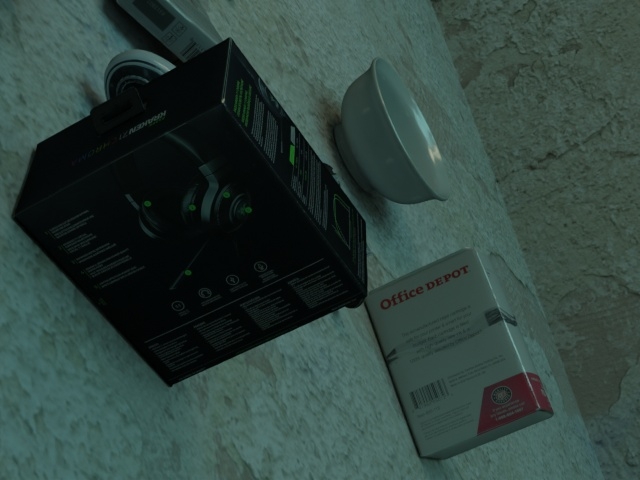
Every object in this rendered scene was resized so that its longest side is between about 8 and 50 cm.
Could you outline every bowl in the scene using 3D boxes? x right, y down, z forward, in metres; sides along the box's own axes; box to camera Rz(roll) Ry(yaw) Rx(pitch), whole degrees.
[{"bbox_3d":[0.117,-0.180,2.305,0.298,0.134,0.298,53,20,-29],"label":"bowl"}]

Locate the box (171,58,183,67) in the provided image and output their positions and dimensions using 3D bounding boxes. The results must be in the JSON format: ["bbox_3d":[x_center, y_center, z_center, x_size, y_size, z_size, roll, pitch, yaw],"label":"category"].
[{"bbox_3d":[-0.155,-0.152,1.688,0.201,0.021,0.164,60,18,-12],"label":"box"}]

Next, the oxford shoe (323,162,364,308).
[{"bbox_3d":[0.000,0.000,1.854,0.096,0.083,0.227,-15,81,-49],"label":"oxford shoe"}]

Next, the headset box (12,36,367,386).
[{"bbox_3d":[-0.127,-0.028,1.233,0.283,0.246,0.131,52,22,-31],"label":"headset box"}]

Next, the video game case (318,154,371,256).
[{"bbox_3d":[0.016,-0.049,2.024,0.190,0.022,0.173,65,18,1],"label":"video game case"}]

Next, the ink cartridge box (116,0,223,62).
[{"bbox_3d":[-0.219,-0.326,1.697,0.189,0.066,0.232,40,8,-36],"label":"ink cartridge box"}]

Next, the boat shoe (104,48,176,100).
[{"bbox_3d":[-0.164,-0.077,1.439,0.102,0.108,0.301,-77,145,-65],"label":"boat shoe"}]

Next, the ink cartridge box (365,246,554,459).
[{"bbox_3d":[0.221,0.182,1.979,0.117,0.207,0.283,27,41,-64],"label":"ink cartridge box"}]
